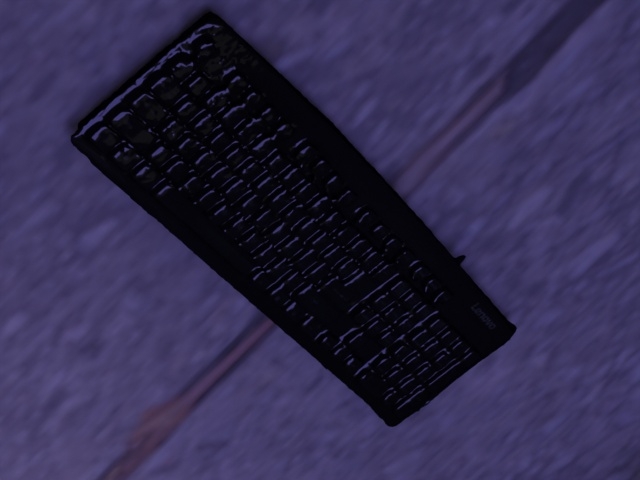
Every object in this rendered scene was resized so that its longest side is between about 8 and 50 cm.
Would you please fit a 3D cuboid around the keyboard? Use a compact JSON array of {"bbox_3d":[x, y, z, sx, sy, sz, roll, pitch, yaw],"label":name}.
[{"bbox_3d":[0.000,0.000,0.673,0.087,0.017,0.250,-38,130,8],"label":"keyboard"}]
